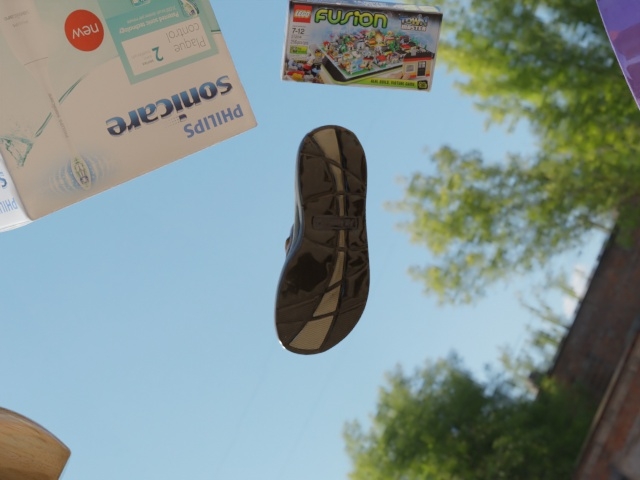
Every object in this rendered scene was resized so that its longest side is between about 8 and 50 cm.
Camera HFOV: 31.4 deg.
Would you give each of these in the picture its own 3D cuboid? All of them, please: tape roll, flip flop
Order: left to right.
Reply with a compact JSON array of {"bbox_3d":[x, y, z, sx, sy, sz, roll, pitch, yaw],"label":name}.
[{"bbox_3d":[0.000,0.000,1.371,0.080,0.112,0.277,158,115,-77],"label":"flip flop"},{"bbox_3d":[0.332,-0.173,1.073,0.189,0.080,0.189,49,-153,-36],"label":"tape roll"}]

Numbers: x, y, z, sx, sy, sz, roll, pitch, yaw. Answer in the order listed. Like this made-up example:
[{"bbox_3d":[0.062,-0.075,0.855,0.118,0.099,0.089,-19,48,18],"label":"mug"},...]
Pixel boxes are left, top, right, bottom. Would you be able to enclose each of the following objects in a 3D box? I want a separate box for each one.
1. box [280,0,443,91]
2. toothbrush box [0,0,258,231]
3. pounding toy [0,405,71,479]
[{"bbox_3d":[0.053,-0.265,1.531,0.036,0.207,0.114,-99,13,-61],"label":"box"},{"bbox_3d":[-0.212,-0.179,0.875,0.216,0.126,0.296,-26,-79,-36],"label":"toothbrush box"},{"bbox_3d":[-0.124,0.211,0.471,0.155,0.154,0.270,101,-178,-68],"label":"pounding toy"}]
